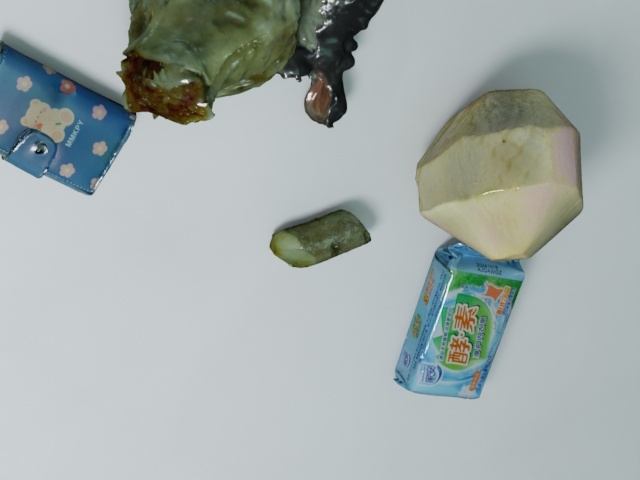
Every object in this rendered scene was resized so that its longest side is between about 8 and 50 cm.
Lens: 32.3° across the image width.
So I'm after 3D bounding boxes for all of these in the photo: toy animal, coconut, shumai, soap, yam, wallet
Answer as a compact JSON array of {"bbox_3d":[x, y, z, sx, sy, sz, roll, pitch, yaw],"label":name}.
[{"bbox_3d":[0.023,-0.329,1.511,0.168,0.106,0.343,15,111,-36],"label":"toy animal"},{"bbox_3d":[0.269,-0.089,1.628,0.259,0.259,0.259,-9,115,-20],"label":"coconut"},{"bbox_3d":[-0.138,-0.273,1.376,0.225,0.222,0.261,12,110,-4],"label":"shumai"},{"bbox_3d":[0.226,0.135,1.812,0.156,0.077,0.293,8,108,-26],"label":"soap"},{"bbox_3d":[0.000,0.000,1.661,0.146,0.070,0.070,-21,118,-16],"label":"yam"},{"bbox_3d":[-0.357,-0.151,1.446,0.202,0.059,0.141,27,101,-31],"label":"wallet"}]
